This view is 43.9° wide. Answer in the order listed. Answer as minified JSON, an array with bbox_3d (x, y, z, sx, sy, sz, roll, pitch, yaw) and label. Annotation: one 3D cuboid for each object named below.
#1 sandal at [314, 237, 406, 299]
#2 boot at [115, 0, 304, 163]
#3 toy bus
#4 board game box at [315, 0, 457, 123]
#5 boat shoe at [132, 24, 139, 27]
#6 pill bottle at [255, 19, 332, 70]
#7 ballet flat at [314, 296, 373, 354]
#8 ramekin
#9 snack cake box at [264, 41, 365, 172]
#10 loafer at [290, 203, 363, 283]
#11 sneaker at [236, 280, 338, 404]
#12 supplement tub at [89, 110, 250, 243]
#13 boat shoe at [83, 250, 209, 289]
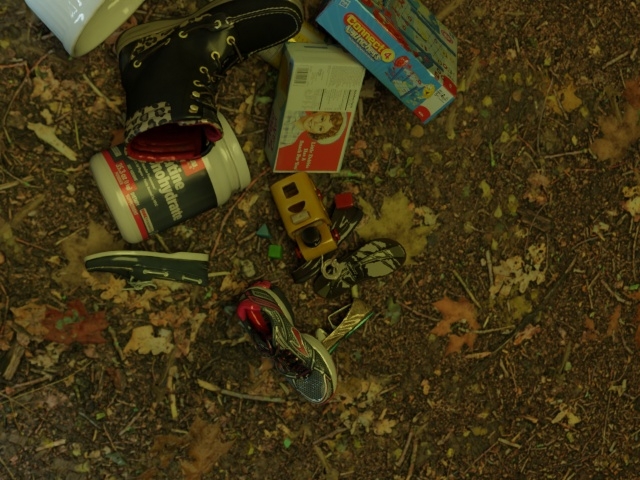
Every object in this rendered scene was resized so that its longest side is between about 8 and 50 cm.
[{"bbox_3d":[0.086,0.062,1.792,0.219,0.060,0.090,-31,99,2],"label":"sandal"},{"bbox_3d":[-0.204,-0.303,1.467,0.377,0.138,0.284,-11,57,7],"label":"boot"},{"bbox_3d":[-0.032,-0.042,1.668,0.202,0.104,0.191,19,81,17],"label":"toy bus"},{"bbox_3d":[0.148,-0.430,1.627,0.302,0.308,0.086,40,123,-19],"label":"board game box"},{"bbox_3d":[-0.321,-0.396,1.607,0.133,0.042,0.049,25,118,-18],"label":"boat shoe"},{"bbox_3d":[-0.089,-0.423,1.639,0.208,0.117,0.117,31,86,-19],"label":"pill bottle"},{"bbox_3d":[0.030,0.208,1.791,0.067,0.073,0.206,44,78,9],"label":"ballet flat"},{"bbox_3d":[-0.408,-0.480,1.450,0.135,0.277,0.277,43,83,-11],"label":"ramekin"},{"bbox_3d":[-0.015,-0.267,1.629,0.152,0.089,0.264,-2,132,-20],"label":"snack cake box"},{"bbox_3d":[0.000,0.000,1.748,0.078,0.080,0.220,40,78,-6],"label":"loafer"},{"bbox_3d":[-0.080,0.233,1.694,0.121,0.112,0.299,-36,95,22],"label":"sneaker"},{"bbox_3d":[-0.296,-0.129,1.567,0.272,0.191,0.191,-26,104,-14],"label":"supplement tub"},{"bbox_3d":[-0.353,0.062,1.626,0.254,0.095,0.079,2,85,-27],"label":"boat shoe"}]
